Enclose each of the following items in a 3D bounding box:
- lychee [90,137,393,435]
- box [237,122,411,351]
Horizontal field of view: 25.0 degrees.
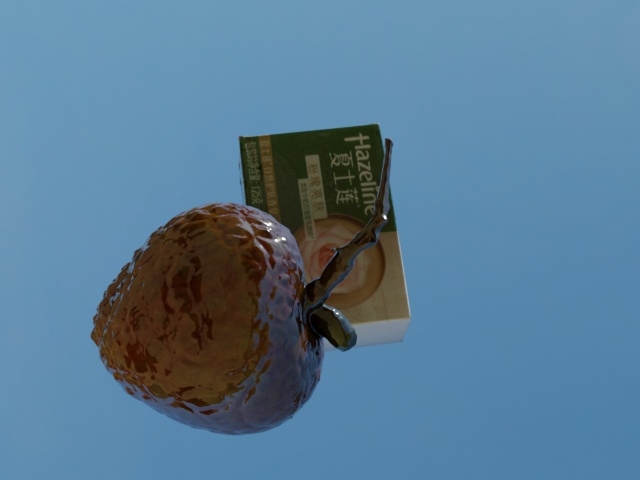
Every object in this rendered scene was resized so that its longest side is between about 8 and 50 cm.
[{"bbox_3d":[-0.036,0.029,0.645,0.140,0.101,0.114,-20,-99,32],"label":"lychee"},{"bbox_3d":[0.000,0.000,1.313,0.135,0.081,0.199,-7,-108,-5],"label":"box"}]
